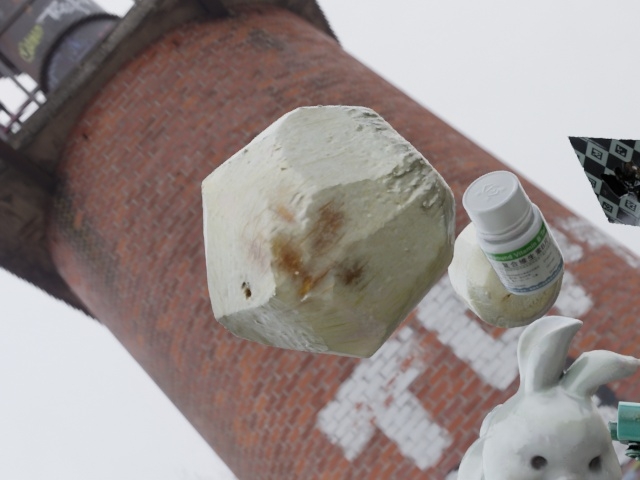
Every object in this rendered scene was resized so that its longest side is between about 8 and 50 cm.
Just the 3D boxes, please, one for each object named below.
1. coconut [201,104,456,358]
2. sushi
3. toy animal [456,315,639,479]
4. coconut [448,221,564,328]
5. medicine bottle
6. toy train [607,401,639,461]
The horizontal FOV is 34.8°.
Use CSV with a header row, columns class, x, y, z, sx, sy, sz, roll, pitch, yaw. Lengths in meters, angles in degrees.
class,x,y,z,sx,sy,sz,roll,pitch,yaw
coconut,0.000,0.000,1.595,0.415,0.415,0.344,-46,-44,-3
sushi,0.624,-0.124,2.010,0.047,0.220,0.231,-44,-62,-21
toy animal,0.277,0.267,1.277,0.310,0.183,0.247,96,-169,-49
coconut,0.403,0.062,2.268,0.237,0.237,0.266,-54,10,8
medicine bottle,0.377,-0.015,1.998,0.139,0.139,0.237,-41,-55,-11
toy train,0.642,0.342,1.842,0.159,0.248,0.101,54,-139,-58
